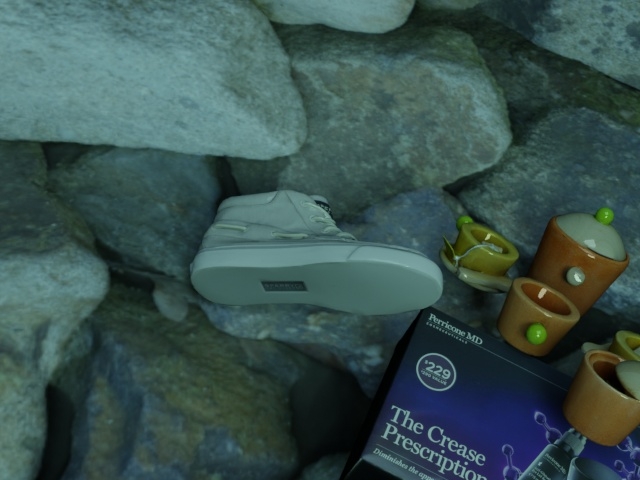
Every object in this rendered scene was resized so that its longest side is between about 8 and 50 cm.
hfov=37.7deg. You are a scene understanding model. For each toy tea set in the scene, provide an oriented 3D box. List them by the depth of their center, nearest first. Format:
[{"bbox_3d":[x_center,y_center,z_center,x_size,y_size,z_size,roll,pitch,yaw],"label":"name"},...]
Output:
[{"bbox_3d":[0.267,0.058,0.927,0.200,0.124,0.336,12,27,-28],"label":"toy tea set"}]

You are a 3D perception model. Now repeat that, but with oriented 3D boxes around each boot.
[{"bbox_3d":[0.000,0.000,0.947,0.258,0.095,0.123,3,51,14],"label":"boot"}]

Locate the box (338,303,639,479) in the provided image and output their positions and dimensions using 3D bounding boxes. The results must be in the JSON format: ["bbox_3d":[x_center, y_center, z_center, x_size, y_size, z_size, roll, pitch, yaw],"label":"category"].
[{"bbox_3d":[0.173,0.207,0.899,0.261,0.103,0.184,26,53,2],"label":"box"}]
